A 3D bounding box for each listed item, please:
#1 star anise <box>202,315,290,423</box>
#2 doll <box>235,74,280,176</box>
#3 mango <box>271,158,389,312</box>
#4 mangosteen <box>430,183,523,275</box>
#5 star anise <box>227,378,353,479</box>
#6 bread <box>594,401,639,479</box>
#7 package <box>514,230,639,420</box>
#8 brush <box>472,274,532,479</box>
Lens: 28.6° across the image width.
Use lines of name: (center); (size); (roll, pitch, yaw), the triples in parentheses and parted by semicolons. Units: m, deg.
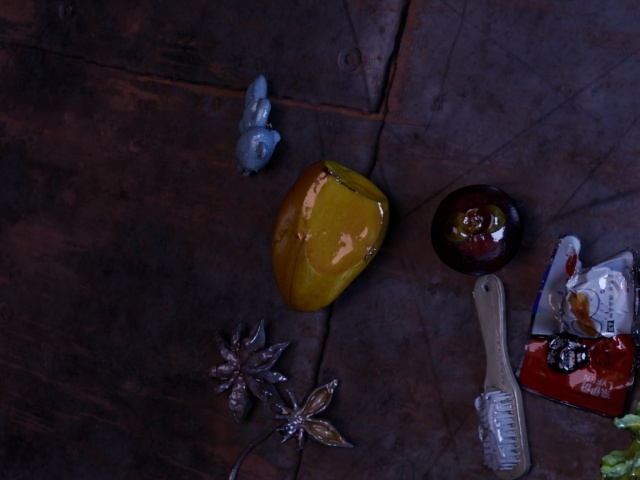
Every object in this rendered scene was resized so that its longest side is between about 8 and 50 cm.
star anise: (-0.139, 0.230, 2.236); (0.182, 0.065, 0.195); (3, 91, 33)
doll: (-0.107, -0.205, 2.266); (0.120, 0.075, 0.179); (139, 144, -63)
mango: (0.000, 0.000, 2.136); (0.187, 0.138, 0.257); (38, 109, 10)
mangosteen: (0.244, -0.018, 1.979); (0.153, 0.152, 0.152); (-3, 83, 31)
star anise: (-0.058, 0.353, 2.202); (0.148, 0.218, 0.227); (44, 155, -3)
bread: (0.526, 0.411, 1.675); (0.251, 0.208, 0.376); (-16, 100, 52)
package: (0.405, 0.128, 1.918); (0.194, 0.071, 0.269); (21, 115, 42)
brush: (0.273, 0.214, 1.985); (0.070, 0.065, 0.327); (-14, 77, 41)
